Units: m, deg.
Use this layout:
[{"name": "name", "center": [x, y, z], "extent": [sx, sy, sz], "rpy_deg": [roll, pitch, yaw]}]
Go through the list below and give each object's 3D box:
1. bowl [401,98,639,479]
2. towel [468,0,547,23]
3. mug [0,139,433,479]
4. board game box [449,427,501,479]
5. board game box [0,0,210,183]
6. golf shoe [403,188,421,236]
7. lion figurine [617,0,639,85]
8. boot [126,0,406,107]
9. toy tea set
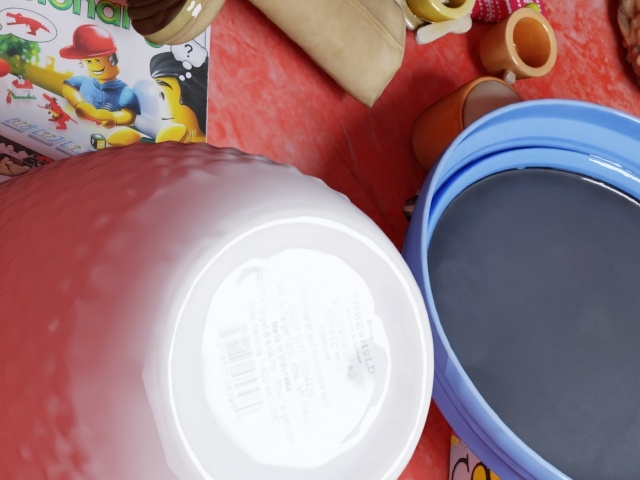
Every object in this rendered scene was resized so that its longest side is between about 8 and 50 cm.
[{"name": "bowl", "center": [0.245, 0.061, 0.983], "extent": [0.391, 0.077, 0.391], "rpy_deg": [11, 56, -17]}, {"name": "towel", "center": [0.127, -0.332, 1.244], "extent": [0.274, 0.031, 0.199], "rpy_deg": [1, 74, -35]}, {"name": "mug", "center": [-0.093, 0.122, 0.726], "extent": [0.276, 0.328, 0.374], "rpy_deg": [1, 86, -32]}, {"name": "board game box", "center": [0.205, 0.267, 1.019], "extent": [0.144, 0.142, 0.275], "rpy_deg": [18, 65, -27]}, {"name": "board game box", "center": [-0.231, -0.119, 0.905], "extent": [0.305, 0.053, 0.193], "rpy_deg": [12, 67, -32]}, {"name": "golf shoe", "center": [0.195, 0.024, 1.140], "extent": [0.272, 0.105, 0.120], "rpy_deg": [8, 85, -27]}, {"name": "lion figurine", "center": [0.380, -0.348, 1.376], "extent": [0.240, 0.142, 0.392], "rpy_deg": [-35, 80, -17]}, {"name": "boot", "center": [-0.028, -0.198, 1.004], "extent": [0.269, 0.089, 0.236], "rpy_deg": [37, 50, -39]}, {"name": "toy tea set", "center": [0.181, -0.202, 1.154], "extent": [0.200, 0.124, 0.336], "rpy_deg": [-6, 86, -35]}]
